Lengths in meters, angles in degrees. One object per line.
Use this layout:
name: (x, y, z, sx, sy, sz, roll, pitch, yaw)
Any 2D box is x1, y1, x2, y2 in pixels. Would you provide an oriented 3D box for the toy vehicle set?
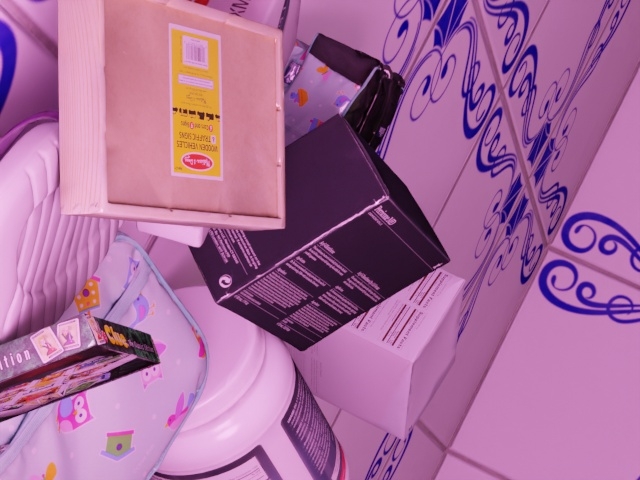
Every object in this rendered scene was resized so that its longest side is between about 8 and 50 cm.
toy vehicle set: (-0.105, -0.096, 1.232, 0.267, 0.035, 0.166, 5, 84, -63)

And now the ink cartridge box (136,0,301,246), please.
ink cartridge box: (-0.081, -0.187, 1.407, 0.261, 0.066, 0.296, 97, 11, -47)

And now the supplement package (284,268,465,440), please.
supplement package: (0.060, 0.113, 2.105, 0.149, 0.203, 0.194, -54, 160, -32)

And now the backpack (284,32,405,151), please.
backpack: (-0.016, -0.113, 1.671, 0.188, 0.144, 0.166, -65, 169, 3)

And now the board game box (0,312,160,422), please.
board game box: (-0.257, 0.115, 1.182, 0.136, 0.259, 0.030, 31, 40, -75)

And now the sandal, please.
sandal: (-0.222, -0.032, 1.254, 0.416, 0.102, 0.169, -59, 160, -71)

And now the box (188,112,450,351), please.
box: (0.000, 0.000, 1.564, 0.184, 0.103, 0.261, -29, 160, 8)

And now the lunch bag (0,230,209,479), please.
lunch bag: (-0.224, 0.136, 1.387, 0.279, 0.107, 0.224, -57, 140, -30)

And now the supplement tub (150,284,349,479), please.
supplement tub: (-0.096, 0.195, 1.681, 0.191, 0.191, 0.272, -56, 140, -28)
